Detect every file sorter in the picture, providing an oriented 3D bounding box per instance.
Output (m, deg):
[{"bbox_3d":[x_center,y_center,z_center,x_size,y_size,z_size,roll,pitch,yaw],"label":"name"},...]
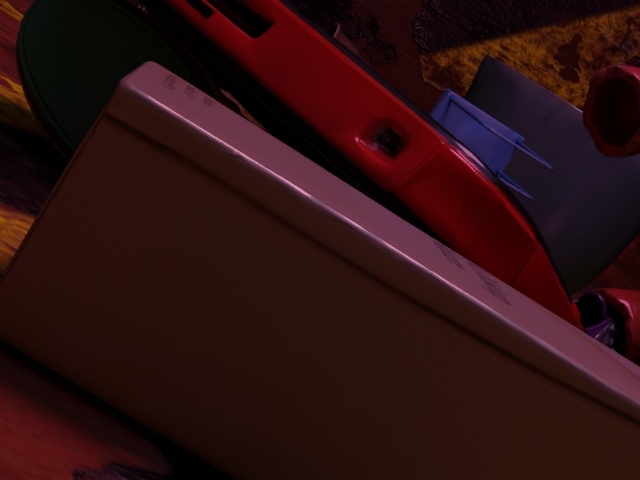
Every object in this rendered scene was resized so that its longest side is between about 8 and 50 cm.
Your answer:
[{"bbox_3d":[0.151,-0.051,1.704,0.118,0.170,0.104,28,11,-32],"label":"file sorter"}]

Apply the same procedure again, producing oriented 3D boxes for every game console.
[{"bbox_3d":[0.021,-0.052,1.059,0.386,0.060,0.342,43,-4,29],"label":"game console"}]

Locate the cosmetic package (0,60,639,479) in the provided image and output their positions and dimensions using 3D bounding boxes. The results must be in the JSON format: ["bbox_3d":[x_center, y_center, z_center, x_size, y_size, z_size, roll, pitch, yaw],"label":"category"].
[{"bbox_3d":[0.026,0.055,0.664,0.309,0.113,0.160,31,7,-8],"label":"cosmetic package"}]

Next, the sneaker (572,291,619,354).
[{"bbox_3d":[0.224,0.098,1.287,0.083,0.098,0.223,39,9,40],"label":"sneaker"}]

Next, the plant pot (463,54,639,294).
[{"bbox_3d":[0.269,-0.059,2.009,0.293,0.235,0.293,32,8,-5],"label":"plant pot"}]

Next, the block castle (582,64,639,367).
[{"bbox_3d":[0.402,0.019,1.338,0.212,0.303,0.453,-6,14,-32],"label":"block castle"}]

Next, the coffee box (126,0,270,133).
[{"bbox_3d":[-0.102,-0.145,1.352,0.246,0.141,0.098,26,10,-37],"label":"coffee box"}]

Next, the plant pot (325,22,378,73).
[{"bbox_3d":[0.028,-0.148,1.932,0.165,0.167,0.167,40,5,-12],"label":"plant pot"}]

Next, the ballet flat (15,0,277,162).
[{"bbox_3d":[-0.078,-0.044,1.003,0.316,0.107,0.106,44,-3,27],"label":"ballet flat"}]
